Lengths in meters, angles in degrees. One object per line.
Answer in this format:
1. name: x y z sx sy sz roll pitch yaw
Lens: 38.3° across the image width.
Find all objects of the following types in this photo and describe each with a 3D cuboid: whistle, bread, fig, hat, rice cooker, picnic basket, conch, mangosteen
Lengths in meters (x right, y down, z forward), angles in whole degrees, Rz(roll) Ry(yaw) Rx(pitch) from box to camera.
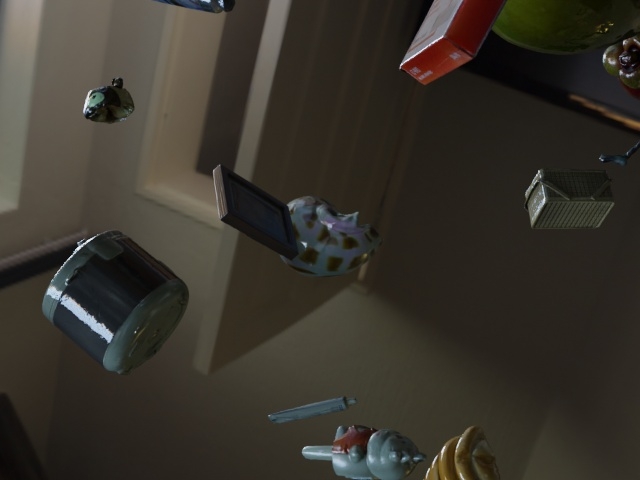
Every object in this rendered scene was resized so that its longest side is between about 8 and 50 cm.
1. whistle: 0.080 0.387 1.673 0.253 0.101 0.105 -8 -136 34
2. bread: 0.274 0.517 1.862 0.121 0.311 0.172 -2 -129 -12
3. fig: 0.409 -0.443 1.515 0.316 0.316 0.316 13 -157 -6
4. hat: -0.352 -0.232 1.527 0.076 0.077 0.059 3 -111 -42
5. rice cooker: -0.477 0.139 2.140 0.277 0.288 0.288 37 -153 12
6. picnic basket: 0.512 -0.084 1.895 0.164 0.115 0.079 0 -121 -6
7. conch: 0.000 0.000 2.346 0.249 0.197 0.368 27 178 -11
8. mangosteen: 0.686 -0.373 1.910 0.200 0.199 0.200 13 -157 -6

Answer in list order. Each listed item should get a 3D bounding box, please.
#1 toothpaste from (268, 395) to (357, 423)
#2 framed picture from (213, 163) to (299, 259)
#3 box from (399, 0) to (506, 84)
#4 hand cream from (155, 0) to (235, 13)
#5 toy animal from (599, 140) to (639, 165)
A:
1. toothpaste: -0.015 0.364 1.979 0.197 0.048 0.029 -15 -124 12
2. framed picture: -0.113 -0.049 1.611 0.168 0.023 0.128 31 -149 -36
3. box: 0.170 -0.275 1.172 0.050 0.123 0.229 30 177 -9
4. hand cream: -0.308 -0.552 2.054 0.271 0.091 0.058 19 -115 28
5. toy animal: 0.499 -0.228 1.371 0.079 0.252 0.070 25 -151 27
